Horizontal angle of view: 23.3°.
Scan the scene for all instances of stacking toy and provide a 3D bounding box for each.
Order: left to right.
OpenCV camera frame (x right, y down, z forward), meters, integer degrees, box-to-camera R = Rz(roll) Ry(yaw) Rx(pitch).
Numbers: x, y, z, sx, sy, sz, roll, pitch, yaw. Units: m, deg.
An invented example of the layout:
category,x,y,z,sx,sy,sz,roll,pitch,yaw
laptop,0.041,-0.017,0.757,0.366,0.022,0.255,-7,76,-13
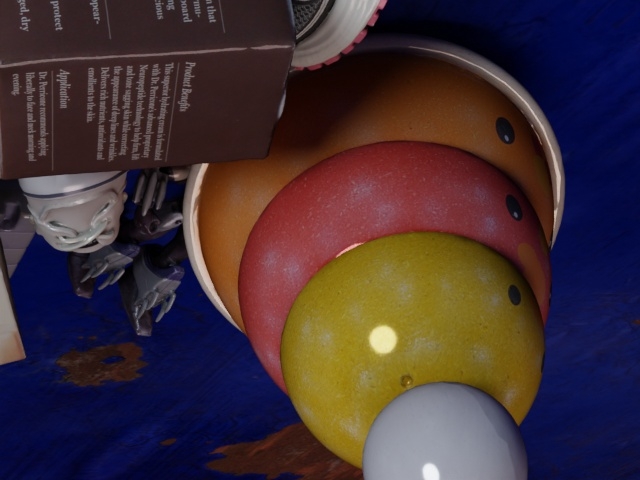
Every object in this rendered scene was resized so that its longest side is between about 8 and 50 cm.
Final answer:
category,x,y,z,sx,sy,sz,roll,pitch,yaw
stacking toy,0.074,0.078,1.246,0.350,0.480,0.351,-4,123,-6

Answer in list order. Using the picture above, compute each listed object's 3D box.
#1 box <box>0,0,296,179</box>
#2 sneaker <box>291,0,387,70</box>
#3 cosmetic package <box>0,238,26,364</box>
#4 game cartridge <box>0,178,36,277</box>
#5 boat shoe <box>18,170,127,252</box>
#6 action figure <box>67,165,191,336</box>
category,x,y,z,sx,sy,sz,roll,pitch,yaw
box,-0.137,-0.158,1.094,0.203,0.167,0.168,-5,156,-13
sneaker,0.014,-0.232,1.084,0.112,0.121,0.299,23,146,-11
cosmetic package,-0.417,0.049,1.324,0.296,0.153,0.129,-13,138,-9
game cartridge,-0.461,0.001,1.463,0.355,0.068,0.230,1,158,-26
boat shoe,-0.210,-0.032,1.327,0.096,0.088,0.267,-14,-176,-15
action figure,-0.126,-0.019,1.512,0.185,0.099,0.285,23,137,-32
